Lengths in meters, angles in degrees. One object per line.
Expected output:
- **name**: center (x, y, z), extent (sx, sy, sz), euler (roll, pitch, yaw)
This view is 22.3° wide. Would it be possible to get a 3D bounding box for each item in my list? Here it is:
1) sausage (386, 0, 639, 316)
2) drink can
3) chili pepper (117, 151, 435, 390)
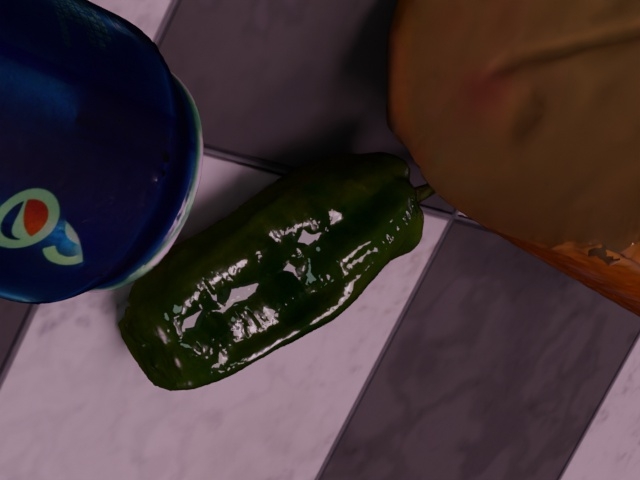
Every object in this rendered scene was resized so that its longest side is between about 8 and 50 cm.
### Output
- **sausage**: center (0.202, -0.065, 0.797), extent (0.287, 0.233, 0.233), euler (26, 98, -52)
- **drink can**: center (-0.139, -0.048, 0.555), extent (0.205, 0.118, 0.118), euler (21, 102, -49)
- **chili pepper**: center (-0.002, -0.002, 0.770), extent (0.204, 0.073, 0.072), euler (-33, 123, -26)
